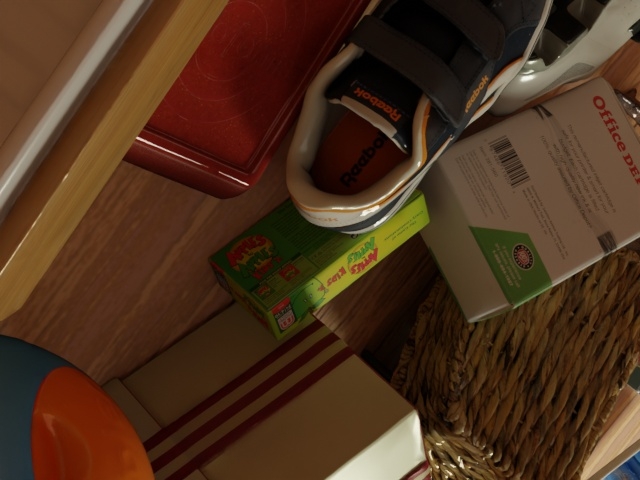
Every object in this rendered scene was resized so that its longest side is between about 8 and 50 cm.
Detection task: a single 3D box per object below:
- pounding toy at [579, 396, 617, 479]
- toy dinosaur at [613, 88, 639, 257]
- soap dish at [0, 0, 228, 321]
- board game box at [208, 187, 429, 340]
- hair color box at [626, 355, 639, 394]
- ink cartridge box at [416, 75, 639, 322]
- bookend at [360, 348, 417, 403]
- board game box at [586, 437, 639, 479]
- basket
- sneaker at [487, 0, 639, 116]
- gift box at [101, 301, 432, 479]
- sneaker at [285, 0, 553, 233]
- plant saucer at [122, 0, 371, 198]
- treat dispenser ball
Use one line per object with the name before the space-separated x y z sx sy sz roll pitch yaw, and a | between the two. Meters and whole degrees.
pounding toy | 0.243 0.240 1.616 0.154 0.155 0.269 21 96 -22
toy dinosaur | 0.380 -0.043 1.410 0.127 0.200 0.296 -29 137 -25
soap dish | -0.204 -0.112 0.765 0.291 0.229 0.118 -55 159 7
board game box | 0.000 0.000 1.154 0.181 0.092 0.043 -37 140 -16
hair color box | 0.432 0.144 1.638 0.105 0.174 0.347 -55 142 5
ink cartridge box | 0.209 -0.041 1.225 0.219 0.160 0.092 -25 176 -27
bookend | 0.049 0.225 1.406 0.156 0.072 0.157 -46 142 -5
board game box | 0.308 0.408 1.691 0.390 0.050 0.390 -40 160 4
basket | 0.182 0.114 1.360 0.213 0.223 0.299 40 67 -18
sneaker | 0.262 -0.237 1.220 0.330 0.122 0.146 -35 158 -18
gift box | -0.053 0.229 1.154 0.258 0.276 0.255 -34 134 -18
sneaker | 0.084 -0.142 1.040 0.321 0.126 0.127 -59 165 9
plant saucer | -0.075 -0.161 0.985 0.258 0.048 0.259 22 103 -51
treat dispenser ball | -0.259 0.209 0.910 0.288 0.288 0.288 -26 136 -28
